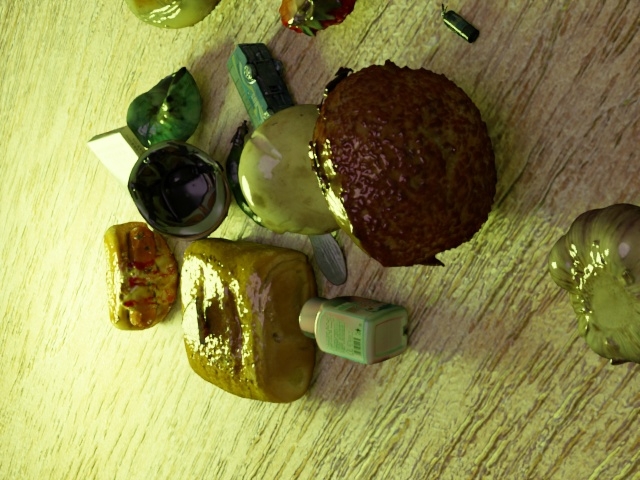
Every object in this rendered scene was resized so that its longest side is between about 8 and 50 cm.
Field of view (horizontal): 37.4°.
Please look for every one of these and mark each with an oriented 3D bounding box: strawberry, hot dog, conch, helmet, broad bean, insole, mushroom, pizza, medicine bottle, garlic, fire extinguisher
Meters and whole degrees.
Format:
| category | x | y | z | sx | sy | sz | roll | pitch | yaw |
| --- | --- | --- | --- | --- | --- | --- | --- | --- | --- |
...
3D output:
| category | x | y | z | sx | sy | sz | roll | pitch | yaw |
| --- | --- | --- | --- | --- | --- | --- | --- | --- | --- |
| strawberry | 0.013 | -0.479 | 1.714 | 0.190 | 0.111 | 0.236 | -34 | 47 | 52 |
| hot dog | -0.409 | 0.085 | 2.158 | 0.153 | 0.150 | 0.256 | 4 | 99 | 54 |
| conch | -0.337 | -0.280 | 2.055 | 0.188 | 0.122 | 0.176 | -2 | 78 | 42 |
| helmet | -0.291 | -0.103 | 1.997 | 0.224 | 0.130 | 0.198 | 44 | 92 | -1 |
| broad bean | -0.115 | -0.104 | 1.908 | 0.292 | 0.049 | 0.144 | 52 | 123 | 28 |
| insole | 0.000 | 0.000 | 1.810 | 0.064 | 0.004 | 0.188 | -28 | 88 | 28 |
| mushroom | -0.030 | -0.123 | 1.720 | 0.184 | 0.255 | 0.255 | -109 | 33 | -63 |
| pizza | -0.253 | 0.162 | 1.900 | 0.099 | 0.029 | 0.100 | -11 | 86 | 59 |
| medicine bottle | 0.055 | 0.156 | 1.724 | 0.188 | 0.119 | 0.094 | 10 | 106 | 42 |
| garlic | 0.443 | 0.055 | 1.321 | 0.245 | 0.160 | 0.245 | 33 | 138 | 36 |
| fire extinguisher | 0.225 | -0.356 | 1.565 | 0.083 | 0.025 | 0.038 | 48 | 148 | 29 |

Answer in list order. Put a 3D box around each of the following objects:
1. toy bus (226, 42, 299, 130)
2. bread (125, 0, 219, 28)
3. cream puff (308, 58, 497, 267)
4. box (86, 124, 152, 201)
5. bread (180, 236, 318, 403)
| category | x | y | z | sx | sy | sz | roll | pitch | yaw |
| --- | --- | --- | --- | --- | --- | --- | --- | --- | --- |
| toy bus | -0.103 | -0.277 | 1.863 | 0.094 | 0.079 | 0.236 | -47 | 62 | 55 |
| bread | -0.270 | -0.541 | 1.922 | 0.314 | 0.171 | 0.192 | -37 | 72 | 41 |
| cream puff | 0.149 | -0.124 | 1.474 | 0.228 | 0.350 | 0.350 | -16 | 83 | 37 |
| box | -0.401 | -0.141 | 2.098 | 0.139 | 0.035 | 0.245 | -7 | 126 | 44 |
| bread | -0.161 | 0.165 | 1.916 | 0.337 | 0.148 | 0.328 | 12 | 103 | 44 |
